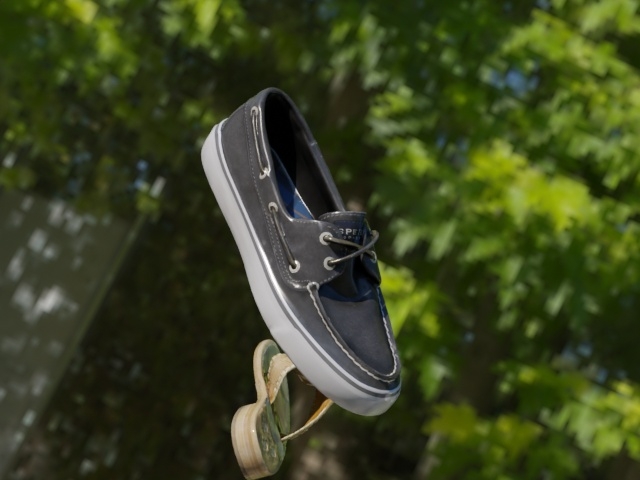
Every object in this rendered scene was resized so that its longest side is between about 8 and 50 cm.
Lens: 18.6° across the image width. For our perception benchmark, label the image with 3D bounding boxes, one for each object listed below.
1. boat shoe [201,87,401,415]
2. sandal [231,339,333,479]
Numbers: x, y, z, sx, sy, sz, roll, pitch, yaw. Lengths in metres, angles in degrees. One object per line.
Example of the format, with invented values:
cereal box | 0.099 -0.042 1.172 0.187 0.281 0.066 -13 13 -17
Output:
boat shoe | 0.000 0.000 1.240 0.080 0.228 0.076 4 -39 -42
sandal | -0.020 0.150 1.792 0.079 0.088 0.240 -15 15 12
